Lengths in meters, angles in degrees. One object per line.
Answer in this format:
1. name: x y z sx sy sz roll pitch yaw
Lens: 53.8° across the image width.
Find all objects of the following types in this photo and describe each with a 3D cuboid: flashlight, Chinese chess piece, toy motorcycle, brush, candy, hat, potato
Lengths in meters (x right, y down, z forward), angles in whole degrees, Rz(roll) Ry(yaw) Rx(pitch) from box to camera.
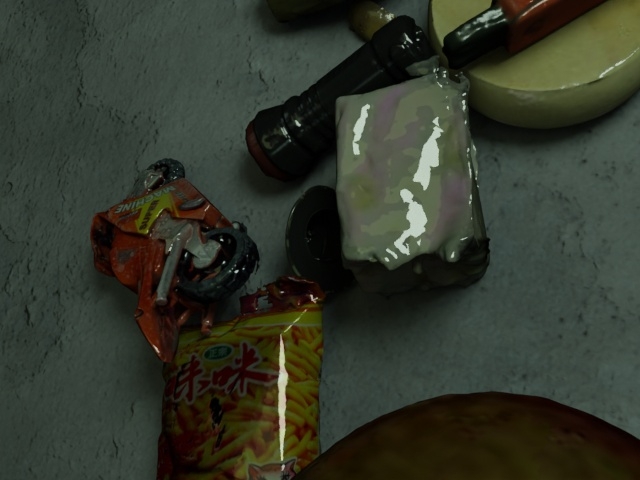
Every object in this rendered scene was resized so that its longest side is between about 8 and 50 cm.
1. flashlight: 0.020 -0.156 0.696 0.232 0.093 0.093 -33 66 30
2. Chinese chess piece: 0.238 -0.239 0.663 0.250 0.097 0.251 -5 74 19
3. toy motorcycle: -0.181 0.005 0.736 0.171 0.089 0.298 -41 42 -6
4. brush: 0.257 -0.249 0.568 0.323 0.070 0.051 -32 71 7
5. candy: 0.092 -0.050 0.622 0.137 0.185 0.195 -5 74 15
6. hat: 0.000 0.000 0.709 0.050 0.121 0.121 -7 69 60
7. potato: 0.063 -0.267 0.769 0.093 0.036 0.037 35 88 25

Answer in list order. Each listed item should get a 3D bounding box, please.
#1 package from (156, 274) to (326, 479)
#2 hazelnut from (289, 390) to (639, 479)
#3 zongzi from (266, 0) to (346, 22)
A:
1. package: -0.091 0.190 0.670 0.223 0.108 0.288 -10 63 24
2. hazelnut: 0.092 0.308 0.406 0.352 0.421 0.421 11 79 -1
3. zongzi: 0.064 -0.377 0.777 0.256 0.115 0.228 -40 17 -34
